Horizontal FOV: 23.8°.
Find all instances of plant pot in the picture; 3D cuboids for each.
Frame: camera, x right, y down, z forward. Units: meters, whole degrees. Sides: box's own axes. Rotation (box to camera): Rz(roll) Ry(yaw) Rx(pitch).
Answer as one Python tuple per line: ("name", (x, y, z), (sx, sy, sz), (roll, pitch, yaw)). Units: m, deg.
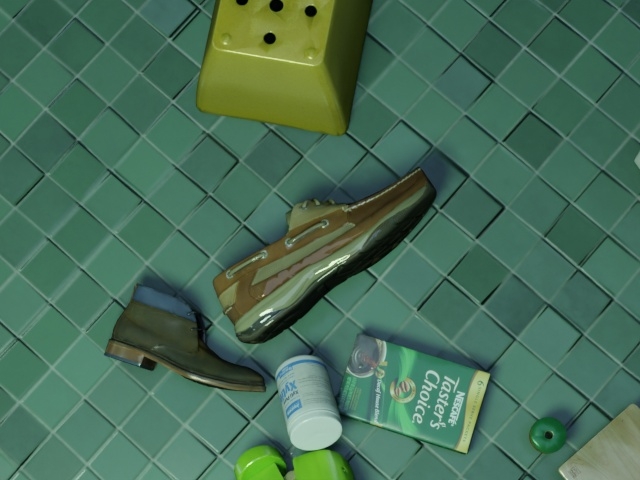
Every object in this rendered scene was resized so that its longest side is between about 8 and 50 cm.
("plant pot", (-0.053, -0.279, 2.002), (0.212, 0.187, 0.212), (10, 79, 5))

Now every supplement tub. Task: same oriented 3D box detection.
("supplement tub", (-0.016, 0.206, 1.942), (0.071, 0.071, 0.107), (-15, 45, -1))

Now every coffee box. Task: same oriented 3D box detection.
("coffee box", (0.119, 0.198, 1.974), (0.184, 0.040, 0.113), (18, 80, 6))

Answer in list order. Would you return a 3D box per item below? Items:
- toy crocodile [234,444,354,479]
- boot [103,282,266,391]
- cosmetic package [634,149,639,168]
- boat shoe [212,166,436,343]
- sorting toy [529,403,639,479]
("toy crocodile", (-0.112, 0.367, 1.923), (0.340, 0.105, 0.115), (-32, 38, -4))
("boot", (-0.166, 0.129, 1.979), (0.219, 0.082, 0.106), (15, 82, 7))
("cosmetic package", (0.577, -0.016, 1.915), (0.156, 0.217, 0.385), (-32, 81, -4))
("boat shoe", (0.000, 0.000, 1.980), (0.324, 0.122, 0.120), (-36, 77, -6))
("sorting toy", (0.399, 0.308, 1.939), (0.132, 0.046, 0.274), (-41, 80, -6))
